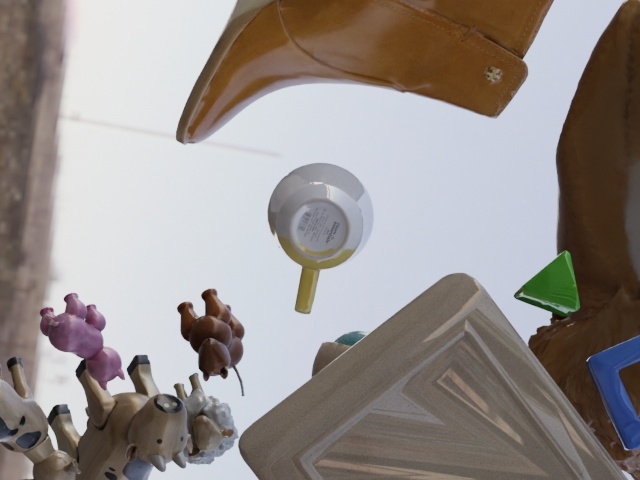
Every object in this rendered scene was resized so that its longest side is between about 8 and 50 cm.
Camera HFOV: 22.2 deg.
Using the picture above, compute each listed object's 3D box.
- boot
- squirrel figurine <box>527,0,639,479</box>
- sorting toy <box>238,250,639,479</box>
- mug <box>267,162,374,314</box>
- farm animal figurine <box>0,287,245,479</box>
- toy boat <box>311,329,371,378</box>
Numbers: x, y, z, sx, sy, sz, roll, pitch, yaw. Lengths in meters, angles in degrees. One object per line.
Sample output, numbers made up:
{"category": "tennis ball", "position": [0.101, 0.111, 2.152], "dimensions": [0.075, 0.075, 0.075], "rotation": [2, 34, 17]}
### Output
{"category": "boot", "position": [0.036, -0.136, 1.209], "dimensions": [0.295, 0.211, 0.104], "rotation": [-54, -168, 35]}
{"category": "squirrel figurine", "position": [0.340, 0.030, 1.388], "dimensions": [0.397, 0.281, 0.370], "rotation": [-64, 157, 11]}
{"category": "sorting toy", "position": [0.073, 0.147, 0.995], "dimensions": [0.196, 0.347, 0.047], "rotation": [52, -11, 5]}
{"category": "mug", "position": [0.002, -0.003, 0.918], "dimensions": [0.064, 0.062, 0.078], "rotation": [-88, 157, -83]}
{"category": "farm animal figurine", "position": [-0.228, 0.203, 1.789], "dimensions": [0.327, 0.330, 0.172], "rotation": [105, -33, -54]}
{"category": "toy boat", "position": [0.104, 0.173, 1.587], "dimensions": [0.148, 0.267, 0.318], "rotation": [-56, -175, -16]}
